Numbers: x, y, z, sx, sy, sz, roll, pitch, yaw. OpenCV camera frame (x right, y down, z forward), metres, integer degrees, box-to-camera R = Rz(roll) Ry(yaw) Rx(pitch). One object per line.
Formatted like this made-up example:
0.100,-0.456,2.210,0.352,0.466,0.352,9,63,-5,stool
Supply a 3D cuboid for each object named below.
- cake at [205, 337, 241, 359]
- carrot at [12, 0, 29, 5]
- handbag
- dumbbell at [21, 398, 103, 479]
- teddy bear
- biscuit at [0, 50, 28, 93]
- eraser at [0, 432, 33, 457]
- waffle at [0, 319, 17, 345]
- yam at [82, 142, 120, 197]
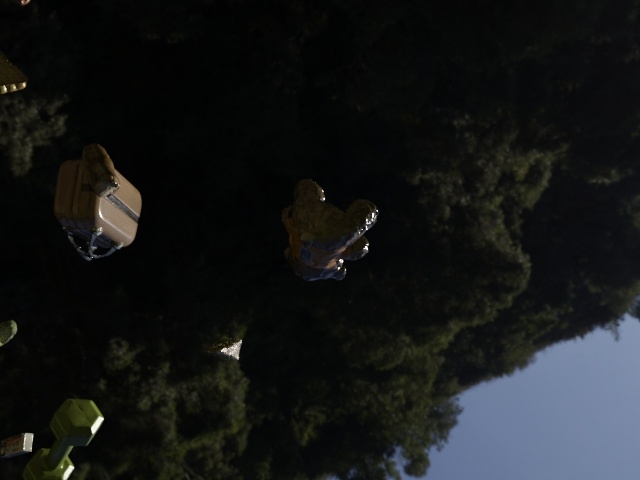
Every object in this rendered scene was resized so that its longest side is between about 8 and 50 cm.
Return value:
-0.226,0.248,1.476,0.051,0.055,0.140,8,166,11,cake
-0.733,-0.608,1.473,0.060,0.186,0.060,-36,158,-17,carrot
-0.665,-0.077,1.885,0.149,0.283,0.302,3,161,8,handbag
-0.657,0.525,1.602,0.108,0.121,0.302,-12,144,-55,dumbbell
0.000,0.000,1.171,0.177,0.190,0.140,23,-131,10,teddy bear
-0.697,-0.339,1.221,0.172,0.029,0.254,-22,-130,-37,biscuit
-0.864,0.582,1.791,0.122,0.052,0.029,-21,151,31,eraser
-0.812,0.267,1.373,0.309,0.056,0.292,-15,-162,47,waffle
-0.421,-0.135,1.205,0.057,0.057,0.241,-26,-150,-14,yam
